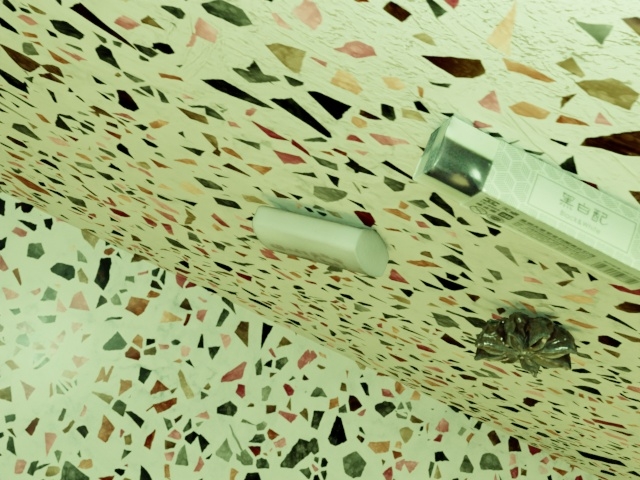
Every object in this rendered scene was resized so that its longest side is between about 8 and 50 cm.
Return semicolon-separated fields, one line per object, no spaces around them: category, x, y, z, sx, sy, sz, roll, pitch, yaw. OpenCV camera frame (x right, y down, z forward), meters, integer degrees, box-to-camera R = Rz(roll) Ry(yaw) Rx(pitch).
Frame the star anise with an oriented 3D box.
star anise;0.465;0.226;2.186;0.223;0.109;0.236;25;148;-33

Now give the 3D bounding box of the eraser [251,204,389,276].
eraser;0.000;0.000;2.119;0.270;0.095;0.174;15;165;29

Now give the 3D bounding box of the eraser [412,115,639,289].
eraser;0.347;-0.053;1.476;0.404;0.096;0.098;26;165;-9
